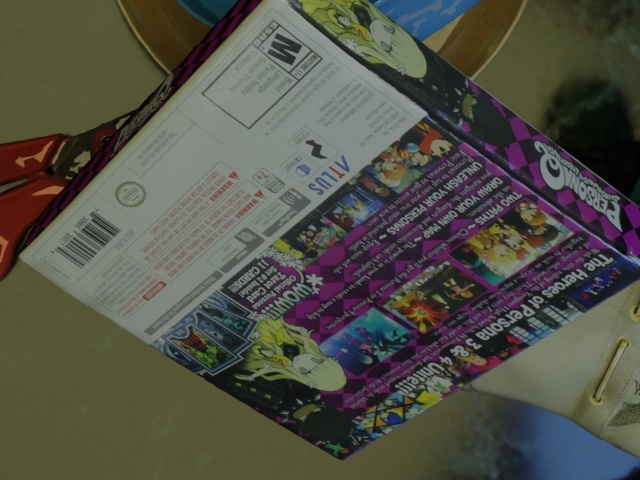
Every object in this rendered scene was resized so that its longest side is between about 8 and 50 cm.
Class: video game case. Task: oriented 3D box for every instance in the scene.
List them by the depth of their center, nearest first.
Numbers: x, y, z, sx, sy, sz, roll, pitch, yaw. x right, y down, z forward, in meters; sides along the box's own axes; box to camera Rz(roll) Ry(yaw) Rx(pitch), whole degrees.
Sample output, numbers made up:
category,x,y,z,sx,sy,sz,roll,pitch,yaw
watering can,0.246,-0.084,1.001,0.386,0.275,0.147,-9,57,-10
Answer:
category,x,y,z,sx,sy,sz,roll,pitch,yaw
video game case,0.000,0.000,0.652,0.210,0.042,0.232,34,134,-17

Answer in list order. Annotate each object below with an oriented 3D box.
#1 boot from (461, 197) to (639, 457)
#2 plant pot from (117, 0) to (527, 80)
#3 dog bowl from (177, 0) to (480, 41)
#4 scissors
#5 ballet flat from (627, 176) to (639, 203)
category,x,y,z,sx,sy,sz,roll,pitch,yaw
boot,0.134,-0.003,0.703,0.165,0.077,0.213,17,109,24
plant pot,0.001,-0.173,0.736,0.236,0.032,0.236,0,94,-6
dog bowl,0.061,-0.193,0.640,0.297,0.074,0.166,-34,62,11
scissors,-0.122,-0.033,0.720,0.297,0.021,0.109,-12,94,1
ballet flat,0.257,0.051,0.767,0.247,0.083,0.087,42,113,-7
